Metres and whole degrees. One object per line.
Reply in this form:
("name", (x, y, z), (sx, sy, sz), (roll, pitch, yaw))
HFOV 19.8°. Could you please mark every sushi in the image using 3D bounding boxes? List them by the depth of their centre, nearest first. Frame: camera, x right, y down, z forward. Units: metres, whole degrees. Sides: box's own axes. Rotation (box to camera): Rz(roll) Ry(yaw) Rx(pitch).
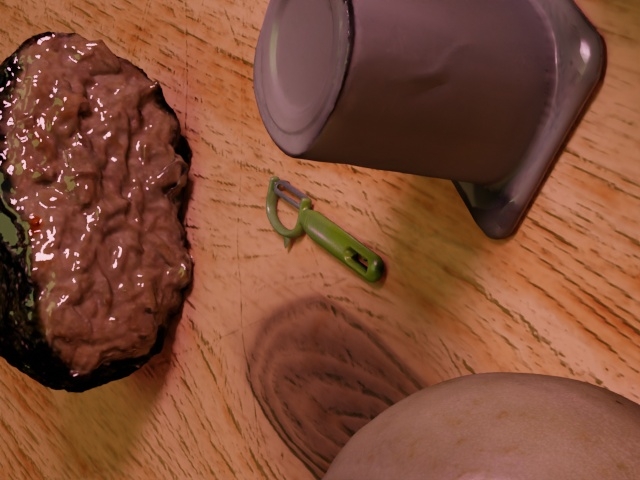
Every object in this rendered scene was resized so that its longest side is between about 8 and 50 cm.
("sushi", (-0.241, -0.024, 1.818), (0.171, 0.211, 0.350), (-12, 80, 54))

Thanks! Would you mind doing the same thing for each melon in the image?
("melon", (0.124, 0.207, 1.096), (0.308, 0.271, 0.272), (-135, 58, -61))

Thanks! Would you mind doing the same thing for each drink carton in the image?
("drink carton", (0.061, -0.123, 1.341), (0.185, 0.189, 0.191), (-67, 33, 35))

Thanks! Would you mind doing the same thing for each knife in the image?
("knife", (-0.001, 0.000, 1.582), (0.212, 0.015, 0.054), (35, 115, 57))
